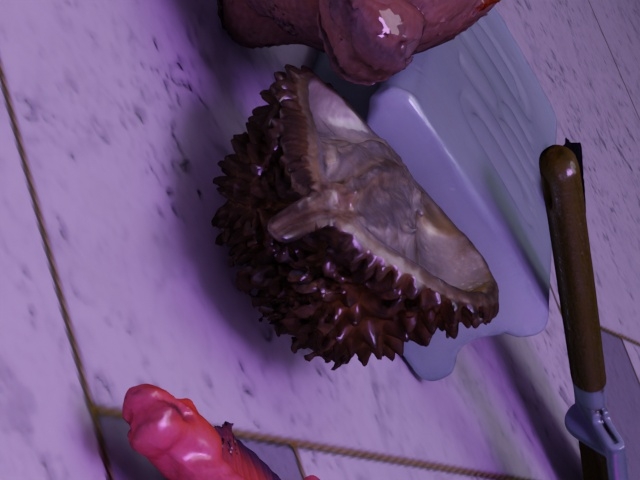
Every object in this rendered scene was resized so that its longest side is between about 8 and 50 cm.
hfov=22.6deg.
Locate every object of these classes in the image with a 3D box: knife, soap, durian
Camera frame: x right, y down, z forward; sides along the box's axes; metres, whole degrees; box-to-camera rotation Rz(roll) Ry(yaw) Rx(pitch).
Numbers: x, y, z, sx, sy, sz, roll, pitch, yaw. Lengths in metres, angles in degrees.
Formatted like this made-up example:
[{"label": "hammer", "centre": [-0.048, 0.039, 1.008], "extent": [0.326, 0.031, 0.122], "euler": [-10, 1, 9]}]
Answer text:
[{"label": "knife", "centre": [0.148, 0.106, 0.868], "extent": [0.061, 0.027, 0.343], "euler": [-111, -173, -58]}, {"label": "soap", "centre": [0.068, -0.059, 0.936], "extent": [0.160, 0.087, 0.265], "euler": [56, 22, -18]}, {"label": "durian", "centre": [0.000, 0.000, 0.704], "extent": [0.148, 0.091, 0.188], "euler": [52, 12, 6]}]

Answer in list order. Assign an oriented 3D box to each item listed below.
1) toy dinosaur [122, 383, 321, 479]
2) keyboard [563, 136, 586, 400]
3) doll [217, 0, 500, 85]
[{"label": "toy dinosaur", "centre": [0.007, 0.157, 0.609], "extent": [0.286, 0.070, 0.139], "euler": [57, 0, -19]}, {"label": "keyboard", "centre": [0.163, 0.066, 0.986], "extent": [0.087, 0.017, 0.251], "euler": [-65, 149, -64]}, {"label": "doll", "centre": [-0.043, -0.190, 0.816], "extent": [0.303, 0.156, 0.201], "euler": [39, 38, 10]}]
